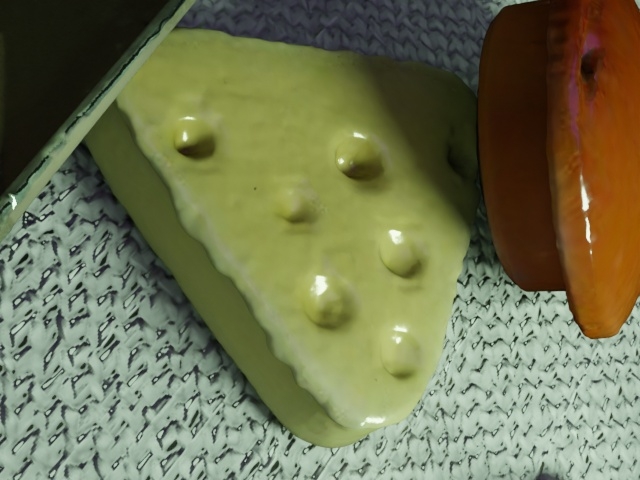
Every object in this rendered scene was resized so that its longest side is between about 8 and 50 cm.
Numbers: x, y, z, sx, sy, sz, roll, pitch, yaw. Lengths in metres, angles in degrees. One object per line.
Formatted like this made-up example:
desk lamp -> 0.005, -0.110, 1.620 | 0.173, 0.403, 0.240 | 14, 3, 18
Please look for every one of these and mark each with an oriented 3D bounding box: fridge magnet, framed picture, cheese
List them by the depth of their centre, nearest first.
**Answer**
framed picture -> -0.264, -0.127, 0.686 | 0.232, 0.024, 0.315 | 21, 55, 13
cheese -> 0.001, 0.000, 0.806 | 0.384, 0.104, 0.384 | 13, 63, -26
fridge magnet -> 0.243, -0.088, 0.872 | 0.363, 0.155, 0.363 | -2, 90, -67
